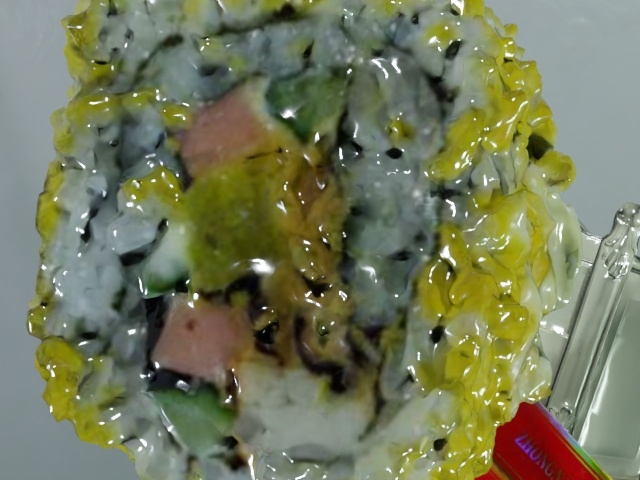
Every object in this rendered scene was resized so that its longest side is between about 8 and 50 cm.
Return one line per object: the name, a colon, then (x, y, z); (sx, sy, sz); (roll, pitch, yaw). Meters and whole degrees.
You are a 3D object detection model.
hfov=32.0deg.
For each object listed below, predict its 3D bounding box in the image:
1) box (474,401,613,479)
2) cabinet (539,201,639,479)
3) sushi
box: (0.136, 0.253, 1.085); (0.197, 0.089, 0.313); (48, 147, -2)
cabinet: (0.256, 0.097, 1.309); (0.228, 0.290, 0.317); (14, 95, -43)
sushi: (0.000, 0.000, 0.784); (0.352, 0.240, 0.396); (5, 86, 16)
